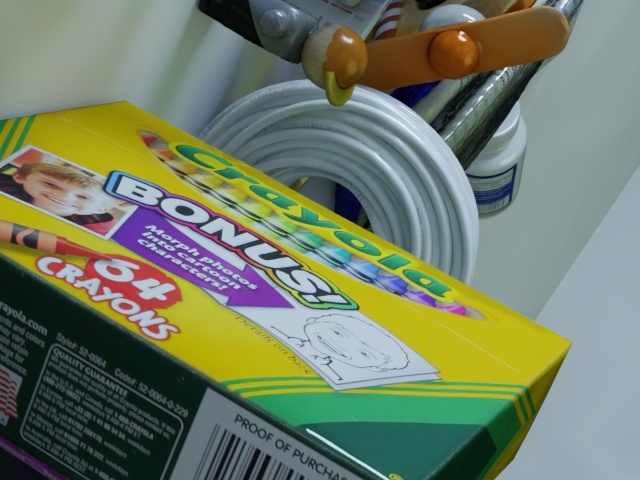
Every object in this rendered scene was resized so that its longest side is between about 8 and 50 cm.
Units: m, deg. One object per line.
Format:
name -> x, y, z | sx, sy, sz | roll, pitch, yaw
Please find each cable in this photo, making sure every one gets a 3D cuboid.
cable -> 0.000, 0.000, 1.211 | 0.257, 0.257, 0.089 | -63, 170, 17

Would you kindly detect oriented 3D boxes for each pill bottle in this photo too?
pill bottle -> 0.199, -0.115, 1.880 | 0.112, 0.112, 0.186 | -54, 163, -22

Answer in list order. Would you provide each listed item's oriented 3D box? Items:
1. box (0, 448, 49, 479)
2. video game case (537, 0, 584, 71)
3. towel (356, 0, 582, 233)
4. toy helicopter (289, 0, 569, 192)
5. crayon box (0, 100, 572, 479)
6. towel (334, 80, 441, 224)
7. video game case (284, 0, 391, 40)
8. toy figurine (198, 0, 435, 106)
box -> -0.171, 0.249, 1.019 | 0.179, 0.312, 0.343 | -31, 147, -61
video game case -> 0.323, -0.327, 2.048 | 0.206, 0.026, 0.227 | -39, 154, -51
towel -> 0.120, -0.098, 1.493 | 0.324, 0.056, 0.312 | -49, 173, -28
toy helicopter -> 0.066, -0.150, 1.287 | 0.355, 0.140, 0.235 | -44, -154, 4
crayon box -> -0.067, 0.047, 0.895 | 0.313, 0.363, 0.106 | -25, 141, -64
towel -> 0.097, -0.136, 1.599 | 0.227, 0.076, 0.308 | -54, 163, -24
video game case -> 0.020, -0.211, 1.213 | 0.122, 0.087, 0.011 | -56, 161, -16
toy figurine -> 0.026, -0.229, 1.091 | 0.213, 0.148, 0.209 | -48, 160, -39
